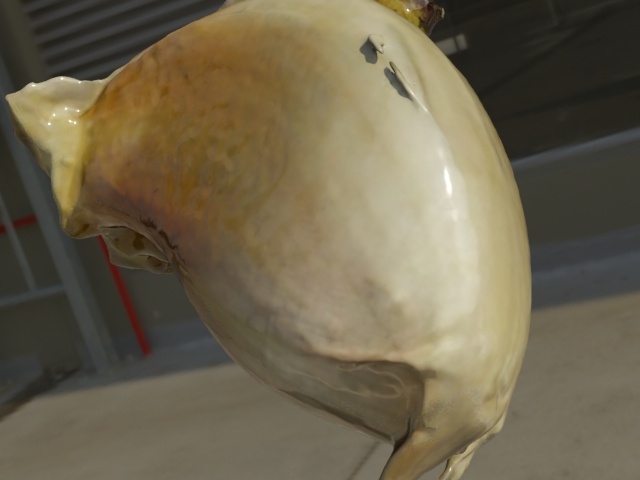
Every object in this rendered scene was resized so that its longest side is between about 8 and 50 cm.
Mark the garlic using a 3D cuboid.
[{"bbox_3d":[0.000,0.000,0.626,0.313,0.286,0.249,24,48,33],"label":"garlic"}]

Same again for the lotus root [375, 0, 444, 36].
[{"bbox_3d":[-0.006,-0.139,0.979,0.260,0.128,0.145,-32,-16,3],"label":"lotus root"}]
